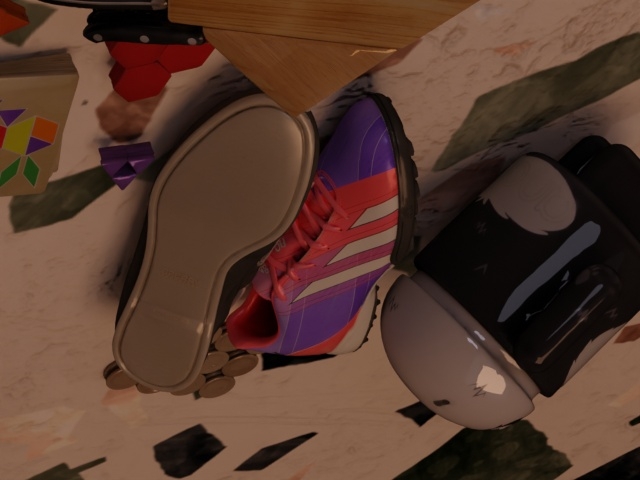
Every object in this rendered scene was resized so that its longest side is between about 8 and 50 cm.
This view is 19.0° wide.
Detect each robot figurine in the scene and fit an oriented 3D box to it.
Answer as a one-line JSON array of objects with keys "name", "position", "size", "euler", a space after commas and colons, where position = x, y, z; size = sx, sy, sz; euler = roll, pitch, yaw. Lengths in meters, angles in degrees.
[{"name": "robot figurine", "position": [0.182, 0.039, 1.660], "size": [0.278, 0.173, 0.209], "euler": [-44, 157, -2]}]

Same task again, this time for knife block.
[{"name": "knife block", "position": [-0.043, -0.203, 1.160], "size": [0.276, 0.088, 0.242], "euler": [-30, 122, 32]}]

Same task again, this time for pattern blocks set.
[{"name": "pattern blocks set", "position": [-0.262, -0.077, 1.368], "size": [0.325, 0.026, 0.285], "euler": [0, 142, -33]}]

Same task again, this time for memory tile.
[{"name": "memory tile", "position": [-0.117, 0.107, 1.758], "size": [0.148, 0.012, 0.113], "euler": [10, 136, -43]}]

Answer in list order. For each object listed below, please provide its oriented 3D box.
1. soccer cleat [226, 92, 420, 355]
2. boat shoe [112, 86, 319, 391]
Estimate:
[{"name": "soccer cleat", "position": [0.000, 0.000, 1.589], "size": [0.116, 0.108, 0.318], "euler": [-7, 148, -17]}, {"name": "boat shoe", "position": [-0.086, -0.016, 1.537], "size": [0.112, 0.095, 0.335], "euler": [24, 131, -5]}]
